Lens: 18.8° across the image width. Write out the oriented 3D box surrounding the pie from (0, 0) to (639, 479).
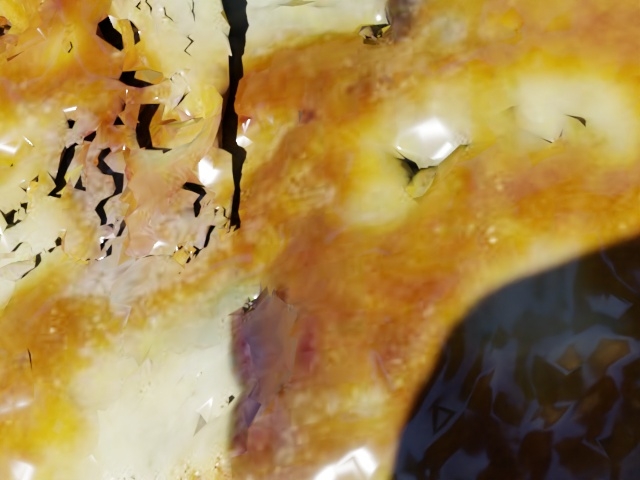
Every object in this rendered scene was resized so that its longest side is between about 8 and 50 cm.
[{"bbox_3d":[0.000,0.000,0.442,0.308,0.085,0.308,-10,68,27],"label":"pie"}]
